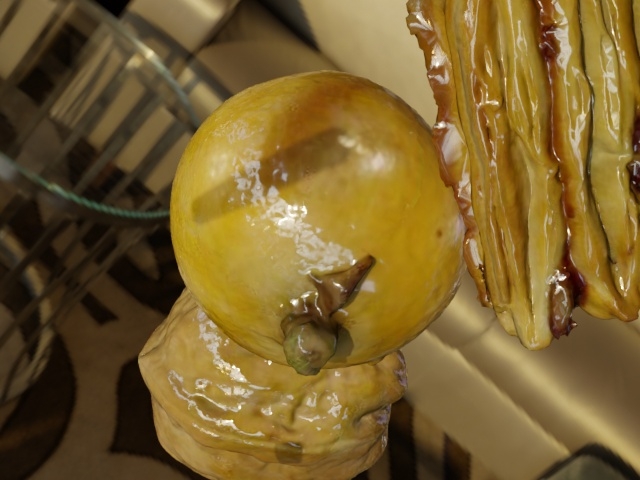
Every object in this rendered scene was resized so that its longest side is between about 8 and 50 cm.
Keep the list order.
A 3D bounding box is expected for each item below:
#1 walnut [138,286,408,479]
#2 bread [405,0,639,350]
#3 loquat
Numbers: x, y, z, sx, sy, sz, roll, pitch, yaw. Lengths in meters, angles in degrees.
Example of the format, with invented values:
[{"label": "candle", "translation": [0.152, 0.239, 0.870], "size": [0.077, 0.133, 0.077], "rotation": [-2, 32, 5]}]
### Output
[{"label": "walnut", "translation": [-0.066, 0.179, 1.477], "size": [0.343, 0.306, 0.306], "rotation": [8, 38, -9]}, {"label": "bread", "translation": [0.202, -0.127, 0.855], "size": [0.370, 0.191, 0.314], "rotation": [-61, 138, -62]}, {"label": "loquat", "translation": [0.000, 0.000, 1.207], "size": [0.328, 0.328, 0.359], "rotation": [32, 36, -24]}]
